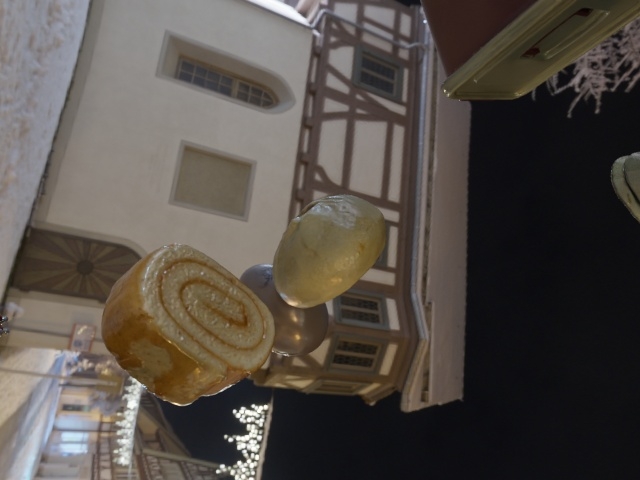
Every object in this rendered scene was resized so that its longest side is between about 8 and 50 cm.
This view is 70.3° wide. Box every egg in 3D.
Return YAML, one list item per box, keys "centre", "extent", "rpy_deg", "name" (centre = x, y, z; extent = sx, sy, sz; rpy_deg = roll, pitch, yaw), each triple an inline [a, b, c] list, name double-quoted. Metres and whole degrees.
- centre: [-0.071, 0.128, 0.852]
  extent: [0.146, 0.199, 0.146]
  rpy_deg: [-44, -176, 4]
  name: "egg"

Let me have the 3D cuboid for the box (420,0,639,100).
- centre: [0.275, -0.323, 0.574]
  extent: [0.294, 0.193, 0.168]
  rpy_deg: [-34, -108, 55]
  name: "box"

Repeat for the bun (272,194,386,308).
- centre: [0.000, 0.000, 0.719]
  extent: [0.222, 0.127, 0.222]
  rpy_deg: [-33, -160, 13]
  name: "bun"

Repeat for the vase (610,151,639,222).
- centre: [0.409, -0.121, 0.357]
  extent: [0.321, 0.173, 0.173]
  rpy_deg: [119, -27, -55]
  name: "vase"

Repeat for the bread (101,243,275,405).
- centre: [-0.117, 0.079, 0.408]
  extent: [0.073, 0.149, 0.122]
  rpy_deg: [-34, -154, 27]
  name: "bread"

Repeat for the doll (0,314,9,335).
- centre: [-0.630, 0.095, 0.815]
  extent: [0.102, 0.075, 0.227]
  rpy_deg: [49, -27, 38]
  name: "doll"
